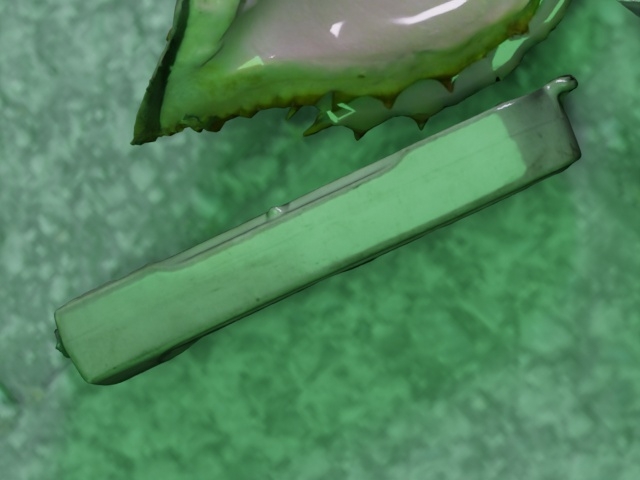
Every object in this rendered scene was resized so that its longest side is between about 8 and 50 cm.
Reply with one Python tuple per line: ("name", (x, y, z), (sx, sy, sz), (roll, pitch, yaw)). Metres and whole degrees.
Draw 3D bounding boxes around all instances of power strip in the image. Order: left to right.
("power strip", (-0.001, -0.003, 0.887), (0.286, 0.080, 0.048), (-26, 91, 13))

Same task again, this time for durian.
("durian", (0.039, -0.172, 0.840), (0.196, 0.185, 0.305), (12, 103, -3))

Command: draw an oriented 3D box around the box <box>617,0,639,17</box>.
("box", (0.176, -0.194, 0.802), (0.081, 0.135, 0.199), (4, 94, 15))
